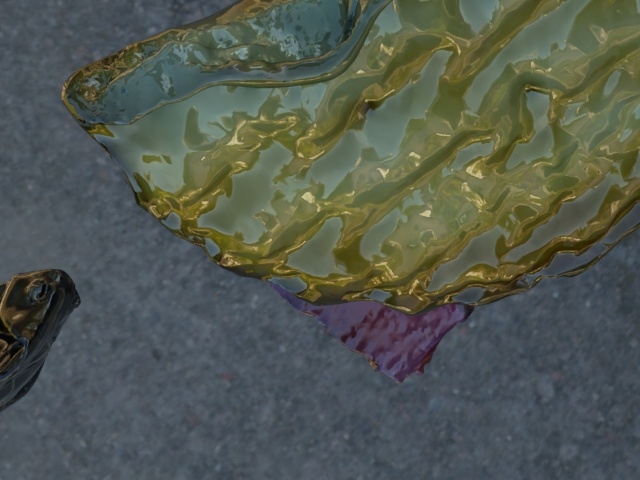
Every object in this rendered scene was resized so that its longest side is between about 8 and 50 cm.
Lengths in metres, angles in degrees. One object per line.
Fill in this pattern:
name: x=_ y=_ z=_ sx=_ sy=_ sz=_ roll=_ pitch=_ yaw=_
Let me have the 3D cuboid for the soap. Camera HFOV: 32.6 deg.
soap: x=0.000 y=0.000 z=0.929 sx=0.162 sy=0.250 sz=0.099 roll=32 pitch=98 yaw=-32

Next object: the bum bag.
bum bag: x=-0.208 y=0.074 z=0.665 sx=0.069 sy=0.102 sz=0.248 roll=34 pitch=159 yaw=-13

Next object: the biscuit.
biscuit: x=0.054 y=-0.080 z=0.503 sx=0.329 sy=0.335 sz=0.078 roll=111 pitch=151 yaw=-42
